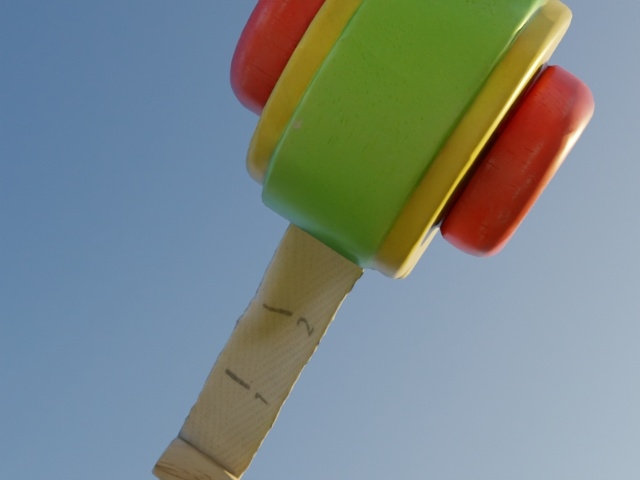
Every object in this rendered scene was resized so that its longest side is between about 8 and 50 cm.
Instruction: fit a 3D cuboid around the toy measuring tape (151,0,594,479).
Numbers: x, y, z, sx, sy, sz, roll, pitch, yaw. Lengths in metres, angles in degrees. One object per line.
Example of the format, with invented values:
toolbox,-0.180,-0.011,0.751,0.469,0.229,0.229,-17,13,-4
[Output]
toy measuring tape,0.000,0.000,0.433,0.121,0.121,0.330,16,-59,-26
